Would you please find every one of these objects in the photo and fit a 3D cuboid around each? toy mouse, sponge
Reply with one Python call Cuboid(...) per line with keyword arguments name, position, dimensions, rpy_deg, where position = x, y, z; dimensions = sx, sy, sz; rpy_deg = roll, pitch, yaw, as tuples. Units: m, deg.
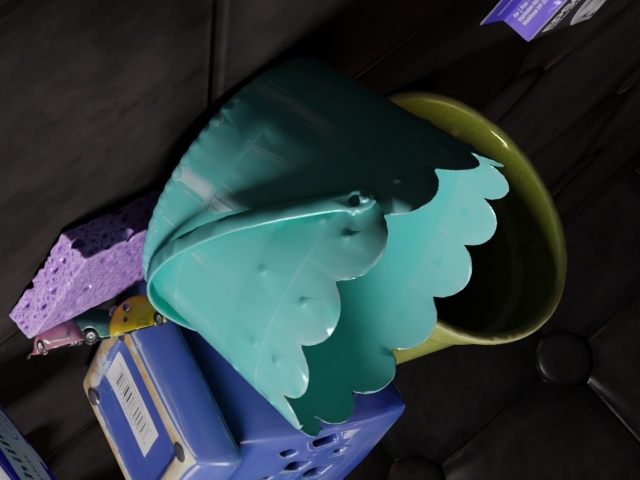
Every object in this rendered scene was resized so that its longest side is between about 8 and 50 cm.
Cuboid(name="toy mouse", position=(-0.206, 0.075, 1.256), dimensions=(0.143, 0.031, 0.161), rpy_deg=(-16, 177, 34))
Cuboid(name="sponge", position=(-0.151, 0.002, 1.200), dimensions=(0.210, 0.031, 0.117), rpy_deg=(-30, 165, -47))

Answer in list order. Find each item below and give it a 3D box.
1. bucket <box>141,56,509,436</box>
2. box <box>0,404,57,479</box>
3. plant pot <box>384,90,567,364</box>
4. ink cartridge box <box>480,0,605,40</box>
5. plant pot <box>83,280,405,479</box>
Cuboid(name="bucket", position=(0.000, 0.000, 1.178), dimensions=(0.281, 0.183, 0.281), rpy_deg=(-45, 159, -23))
Cuboid(name="box", position=(-0.290, 0.205, 1.261), dimensions=(0.072, 0.126, 0.137), rpy_deg=(-40, 169, -2))
Cuboid(name="plant pot", position=(0.070, 0.025, 1.520), dimensions=(0.276, 0.276, 0.254), rpy_deg=(-30, 175, -44))
Cuboid(name="ink cartridge box", position=(0.283, -0.294, 1.486), dimensions=(0.208, 0.045, 0.206), rpy_deg=(-25, 161, -50))
Cuboid(name="plant pot", position=(-0.091, 0.141, 1.408), dimensions=(0.212, 0.236, 0.236), rpy_deg=(-17, 158, -30))
